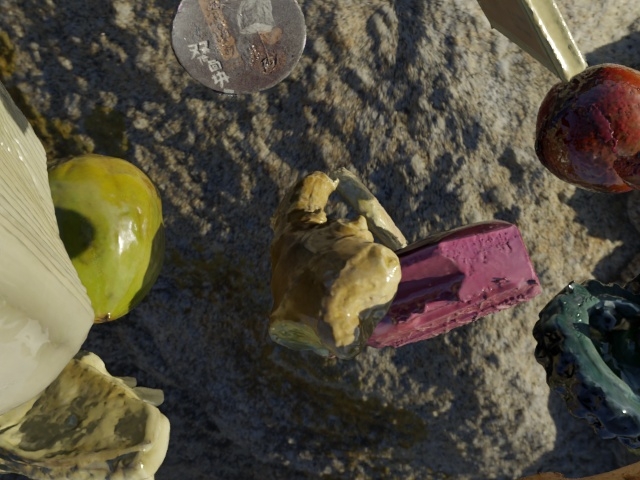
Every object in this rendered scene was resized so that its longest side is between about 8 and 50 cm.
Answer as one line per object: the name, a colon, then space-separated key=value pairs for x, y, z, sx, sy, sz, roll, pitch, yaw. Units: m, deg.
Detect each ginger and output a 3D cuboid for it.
ginger: x=0.000 y=0.000 z=0.569 sx=0.086 sy=0.294 sz=0.131 roll=33 pitch=113 yaw=-23

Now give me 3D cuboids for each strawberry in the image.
strawberry: x=0.484 y=-0.096 z=0.855 sx=0.103 sy=0.152 sz=0.048 roll=13 pitch=81 yaw=14

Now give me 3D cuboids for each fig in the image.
fig: x=-0.467 y=0.005 z=1.158 sx=0.343 sy=0.343 sz=0.343 roll=3 pitch=113 yaw=6

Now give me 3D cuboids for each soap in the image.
soap: x=0.191 y=0.081 z=0.972 sx=0.324 sy=0.220 sz=0.127 roll=-25 pitch=64 yaw=18

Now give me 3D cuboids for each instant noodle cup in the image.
instant noodle cup: x=-0.145 y=-0.391 z=0.975 sx=0.217 sy=0.207 sz=0.217 roll=-8 pitch=141 yaw=-6

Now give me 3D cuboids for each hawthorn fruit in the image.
hawthorn fruit: x=0.626 y=-0.249 z=1.300 sx=0.315 sy=0.316 sz=0.316 roll=3 pitch=113 yaw=6

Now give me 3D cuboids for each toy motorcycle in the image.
toy motorcycle: x=0.354 y=0.083 z=0.474 sx=0.237 sy=0.410 sz=0.169 roll=52 pitch=142 yaw=27

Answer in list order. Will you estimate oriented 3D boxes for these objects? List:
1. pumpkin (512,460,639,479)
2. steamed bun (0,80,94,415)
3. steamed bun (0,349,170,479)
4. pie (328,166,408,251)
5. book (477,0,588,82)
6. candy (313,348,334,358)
pumpkin: x=0.340 y=0.329 z=0.668 sx=0.253 sy=0.130 sz=0.149 roll=-15 pitch=95 yaw=-6
steamed bun: x=-0.330 y=-0.019 z=0.414 sx=0.236 sy=0.383 sz=0.247 roll=-32 pitch=134 yaw=-8
steamed bun: x=-0.402 y=0.275 z=0.917 sx=0.427 sy=0.247 sz=0.189 roll=3 pitch=134 yaw=13
pie: x=0.099 y=-0.054 z=1.130 sx=0.052 sy=0.185 sz=0.218 roll=-41 pitch=116 yaw=3
book: x=0.077 y=-0.220 z=0.363 sx=0.018 sy=0.170 sz=0.242 roll=-34 pitch=116 yaw=17
candy: x=0.004 y=0.165 z=1.060 sx=0.103 sy=0.043 sz=0.103 roll=26 pitch=132 yaw=33
